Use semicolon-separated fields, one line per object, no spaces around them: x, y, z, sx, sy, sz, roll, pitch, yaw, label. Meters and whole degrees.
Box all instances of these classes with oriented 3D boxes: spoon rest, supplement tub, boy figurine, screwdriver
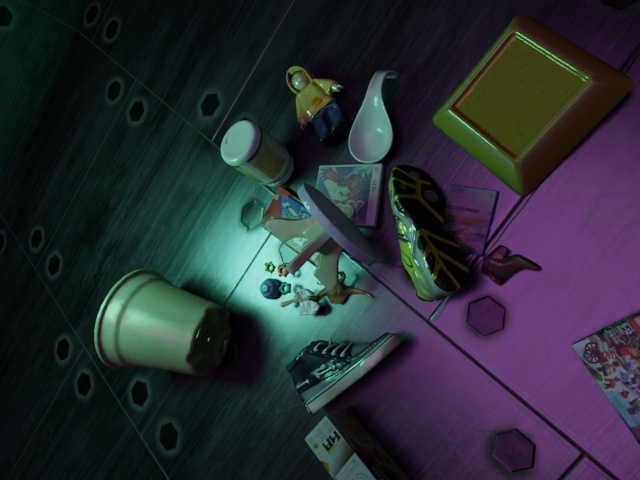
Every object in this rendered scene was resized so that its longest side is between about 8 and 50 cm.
0.154;-0.353;1.315;0.137;0.084;0.276;10;87;32;spoon rest
-0.187;-0.258;1.422;0.145;0.200;0.144;-14;64;30;supplement tub
-0.008;-0.425;1.420;0.177;0.092;0.285;-36;69;24;boy figurine
0.161;0.061;1.292;0.170;0.025;0.024;12;88;23;screwdriver

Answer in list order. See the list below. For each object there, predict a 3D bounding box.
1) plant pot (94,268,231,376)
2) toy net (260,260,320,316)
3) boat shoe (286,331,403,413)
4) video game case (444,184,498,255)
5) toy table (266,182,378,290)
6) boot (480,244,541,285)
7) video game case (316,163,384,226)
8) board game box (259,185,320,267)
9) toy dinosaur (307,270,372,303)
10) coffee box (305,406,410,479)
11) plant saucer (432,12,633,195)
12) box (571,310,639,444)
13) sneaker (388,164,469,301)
-0.465;0.280;1.477;0.306;0.334;0.333;10;88;20;plant pot
-0.086;0.149;1.407;0.232;0.045;0.122;21;91;30;toy net
0.049;0.312;1.249;0.340;0.127;0.158;-43;72;19;boat shoe
0.370;-0.053;1.182;0.119;0.015;0.166;13;89;31;video game case
0.000;0.000;1.238;0.161;0.252;0.274;-43;83;17;toy table
0.445;0.068;1.109;0.118;0.042;0.086;34;107;31;boot
0.076;-0.131;1.345;0.202;0.023;0.183;3;78;28;video game case
-0.059;-0.040;1.427;0.281;0.027;0.145;35;101;30;board game box
0.055;0.134;1.328;0.183;0.053;0.092;-7;87;12;toy dinosaur
0.095;0.558;1.179;0.246;0.141;0.098;45;105;28;coffee box
0.469;-0.334;1.107;0.332;0.081;0.332;-51;61;21;plant saucer
0.655;0.279;0.946;0.159;0.044;0.233;-37;66;21;box
0.237;-0.025;1.181;0.147;0.145;0.384;120;147;-53;sneaker
